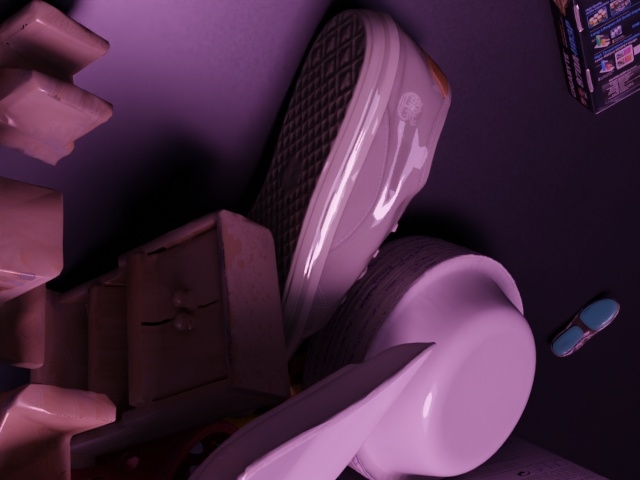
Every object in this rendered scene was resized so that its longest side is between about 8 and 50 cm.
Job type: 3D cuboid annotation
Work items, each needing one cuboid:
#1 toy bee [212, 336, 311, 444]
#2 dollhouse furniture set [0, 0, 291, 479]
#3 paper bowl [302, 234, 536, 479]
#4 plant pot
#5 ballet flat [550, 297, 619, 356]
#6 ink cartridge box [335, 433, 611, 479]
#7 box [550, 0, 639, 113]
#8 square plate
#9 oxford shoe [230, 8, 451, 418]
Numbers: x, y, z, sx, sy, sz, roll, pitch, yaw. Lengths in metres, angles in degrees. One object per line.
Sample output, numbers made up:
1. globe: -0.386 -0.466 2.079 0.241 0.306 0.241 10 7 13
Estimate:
1. toy bee: -0.034 0.237 0.978 0.195 0.162 0.298 -17 132 -14
2. dollhouse furniture set: -0.249 0.046 0.603 0.256 0.362 0.394 -23 151 29
3. paper bowl: 0.130 0.147 0.916 0.284 0.148 0.284 -17 117 -37
4. plant pot: -0.188 0.267 0.851 0.174 0.191 0.191 6 141 27
5. ballet flat: 0.377 0.122 1.162 0.114 0.041 0.041 -43 132 13
6. ink cartridge box: 0.155 0.347 1.061 0.270 0.395 0.151 -7 95 -18
7. box: 0.345 -0.253 0.820 0.220 0.051 0.175 -30 133 1
8. square plate: -0.067 0.236 0.689 0.347 0.049 0.344 -55 163 21
9. oxford shoe: 0.000 0.000 0.799 0.130 0.169 0.449 10 117 -31
